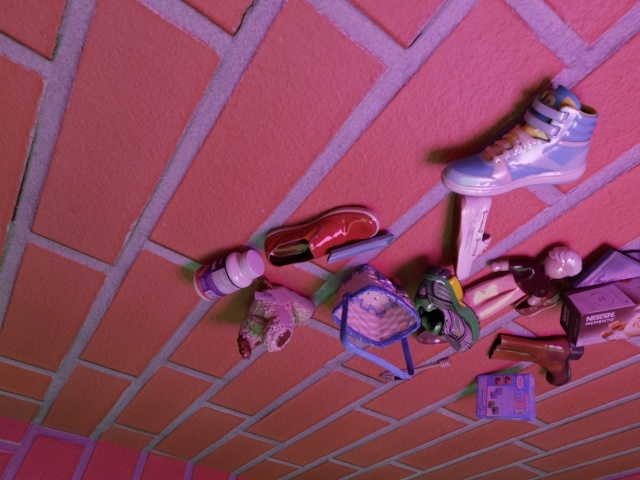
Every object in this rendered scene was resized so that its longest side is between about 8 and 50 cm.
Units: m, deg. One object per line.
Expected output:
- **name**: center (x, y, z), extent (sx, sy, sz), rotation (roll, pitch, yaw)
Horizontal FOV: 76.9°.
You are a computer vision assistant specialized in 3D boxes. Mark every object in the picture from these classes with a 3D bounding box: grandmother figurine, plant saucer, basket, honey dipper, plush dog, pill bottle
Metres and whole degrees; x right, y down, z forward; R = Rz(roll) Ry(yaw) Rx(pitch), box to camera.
- **grandmother figurine**: center (0.584, 0.127, 1.175), extent (0.207, 0.104, 0.342), rotation (32, 128, -29)
- **plant saucer**: center (0.410, 0.315, 1.382), extent (0.168, 0.029, 0.168), rotation (-4, 146, -3)
- **plant saucer**: center (0.108, 0.020, 1.090), extent (0.192, 0.018, 0.067), rotation (-17, 160, -17)
- **basket**: center (0.156, 0.227, 1.153), extent (0.254, 0.289, 0.201), rotation (34, 127, -25)
- **honey dipper**: center (0.427, 0.491, 1.563), extent (0.160, 0.030, 0.030), rotation (-26, 127, 26)
- **plush dog**: center (-0.175, 0.248, 1.262), extent (0.210, 0.262, 0.225), rotation (44, 116, 8)
- **pill bottle**: center (-0.264, 0.097, 1.174), extent (0.193, 0.108, 0.108), rotation (-23, 128, 21)

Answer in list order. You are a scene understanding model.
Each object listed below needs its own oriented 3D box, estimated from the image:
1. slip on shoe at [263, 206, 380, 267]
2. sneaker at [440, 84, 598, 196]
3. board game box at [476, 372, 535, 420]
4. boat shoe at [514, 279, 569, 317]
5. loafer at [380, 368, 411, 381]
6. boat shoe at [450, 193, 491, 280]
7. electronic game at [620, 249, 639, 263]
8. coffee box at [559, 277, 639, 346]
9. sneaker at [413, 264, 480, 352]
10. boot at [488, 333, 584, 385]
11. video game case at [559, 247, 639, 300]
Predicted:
- **slip on shoe**: center (0.000, 0.000, 1.080), extent (0.331, 0.101, 0.123), rotation (-14, 129, 13)
- **sneaker**: center (0.418, -0.215, 0.853), extent (0.318, 0.127, 0.208), rotation (-10, 134, -1)
- **board game box**: center (0.690, 0.585, 1.509), extent (0.039, 0.160, 0.211), rotation (33, 145, -26)
- **boat shoe**: center (0.678, 0.178, 1.241), extent (0.060, 0.064, 0.178), rotation (21, 133, -19)
- **loafer**: center (0.301, 0.544, 1.608), extent (0.125, 0.039, 0.045), rotation (-14, 131, 15)
- **boat shoe**: center (0.402, 0.000, 1.065), extent (0.096, 0.098, 0.277), rotation (-4, 131, 7)
- **electronic game**: center (0.887, 0.124, 1.194), extent (0.229, 0.048, 0.229), rotation (-1, 125, -1)
- **coffee box**: center (0.822, 0.197, 1.123), extent (0.246, 0.098, 0.141), rotation (-12, 124, 7)
- **sneaker**: center (0.356, 0.228, 1.182), extent (0.134, 0.146, 0.343), rotation (12, 146, 50)
- **boot**: center (0.761, 0.439, 1.462), extent (0.280, 0.096, 0.264), rotation (0, 139, 7)
- **video game case**: center (0.865, 0.144, 1.163), extent (0.274, 0.026, 0.196), rotation (21, 122, -16)
